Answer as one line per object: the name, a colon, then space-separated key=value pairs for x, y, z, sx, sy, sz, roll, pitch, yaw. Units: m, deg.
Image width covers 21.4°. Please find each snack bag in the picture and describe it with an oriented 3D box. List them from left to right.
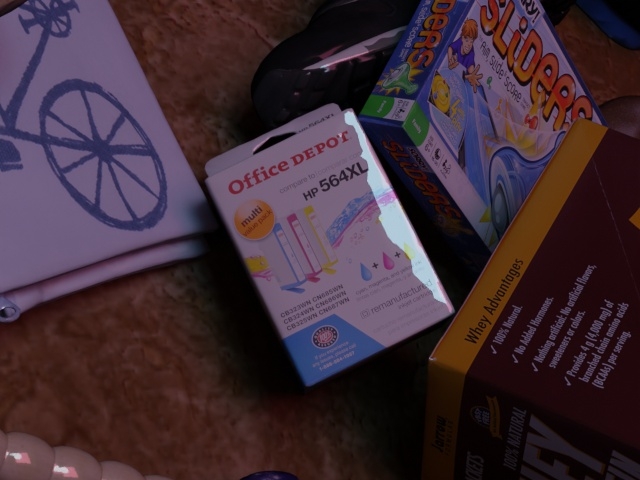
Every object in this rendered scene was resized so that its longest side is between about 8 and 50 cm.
snack bag: x=-0.218 y=-0.103 z=0.835 sx=0.342 sy=0.037 sz=0.323 roll=-21 pitch=83 yaw=-56

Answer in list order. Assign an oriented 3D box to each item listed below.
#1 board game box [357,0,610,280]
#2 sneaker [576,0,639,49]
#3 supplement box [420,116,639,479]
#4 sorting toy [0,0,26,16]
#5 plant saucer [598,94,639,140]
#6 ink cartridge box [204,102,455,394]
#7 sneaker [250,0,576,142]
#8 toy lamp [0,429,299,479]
board game box: x=0.105 y=-0.067 z=1.019 sx=0.201 sy=0.035 sz=0.136 roll=49 pitch=62 yaw=-47
sneaker: x=0.184 y=-0.228 z=1.203 sx=0.232 sy=0.090 sz=0.081 roll=31 pitch=53 yaw=-21
supplement box: x=0.184 y=0.068 z=0.933 sx=0.194 sy=0.129 sz=0.191 roll=23 pitch=57 yaw=17
sorting toy: x=-0.264 y=-0.164 z=0.682 sx=0.257 sy=0.089 sz=0.255 roll=55 pitch=25 yaw=-8
plant saucer: x=0.262 y=-0.019 z=1.196 sx=0.198 sy=0.036 sz=0.198 roll=16 pitch=61 yaw=-30
ink cartridge box: x=0.000 y=0.000 z=0.936 sx=0.092 sy=0.090 sz=0.143 roll=-27 pitch=84 yaw=-3
sneaker: x=0.036 y=-0.147 z=1.069 sx=0.283 sy=0.107 sz=0.124 roll=-27 pitch=71 yaw=-45
toy lamp: x=-0.138 y=0.111 z=0.813 sx=0.275 sy=0.080 sz=0.080 roll=23 pitch=57 yaw=-26
